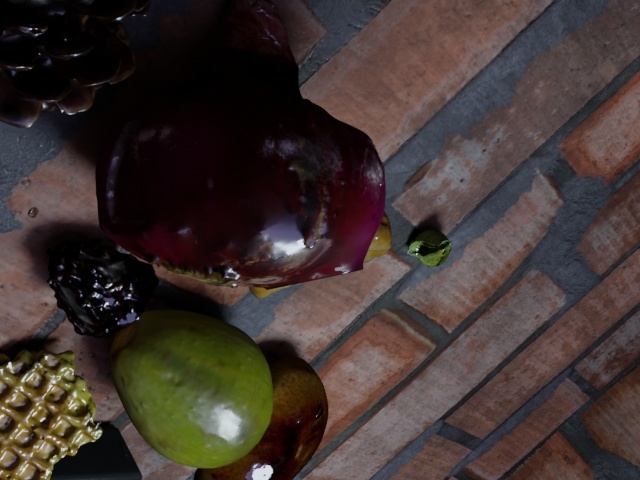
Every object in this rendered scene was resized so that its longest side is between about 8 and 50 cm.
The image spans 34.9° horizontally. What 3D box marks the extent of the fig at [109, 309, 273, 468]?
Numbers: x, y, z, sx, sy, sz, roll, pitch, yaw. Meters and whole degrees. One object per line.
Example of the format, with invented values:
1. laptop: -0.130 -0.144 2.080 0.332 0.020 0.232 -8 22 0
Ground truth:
1. fig: -0.228 0.245 1.745 0.258 0.258 0.326 -41 132 4

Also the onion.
1. onion: -0.102 -0.140 1.402 0.398 0.398 0.420 15 76 -49

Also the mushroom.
1. mushroom: -0.139 0.366 2.026 0.345 0.260 0.345 -53 166 -19

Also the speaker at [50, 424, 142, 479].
1. speaker: -0.466 0.442 1.831 0.231 0.153 0.192 12 123 -48

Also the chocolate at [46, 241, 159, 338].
1. chocolate: -0.347 0.055 1.520 0.156 0.156 0.133 -38 133 -1

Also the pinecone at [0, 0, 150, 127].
1. pinecone: -0.311 -0.278 1.075 0.298 0.242 0.296 -10 139 -27

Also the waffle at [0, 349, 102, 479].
1. waffle: -0.494 0.314 1.631 0.282 0.058 0.300 14 91 -27

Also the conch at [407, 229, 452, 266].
1. conch: 0.219 0.016 2.024 0.089 0.074 0.121 -7 176 -15

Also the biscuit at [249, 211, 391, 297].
1. biscuit: -0.001 -0.001 1.772 0.274 0.091 0.213 -13 152 -20
